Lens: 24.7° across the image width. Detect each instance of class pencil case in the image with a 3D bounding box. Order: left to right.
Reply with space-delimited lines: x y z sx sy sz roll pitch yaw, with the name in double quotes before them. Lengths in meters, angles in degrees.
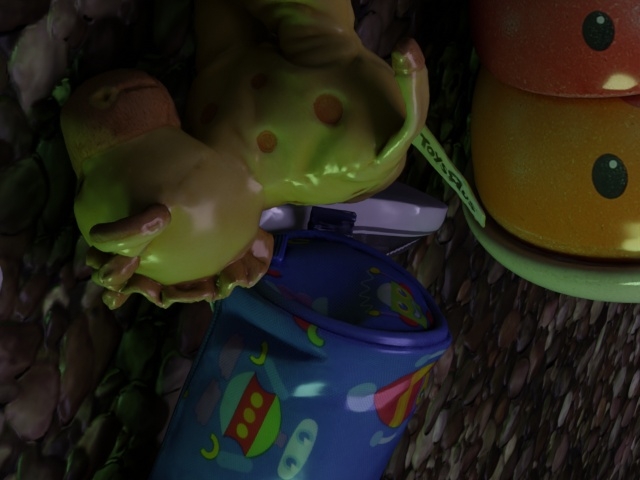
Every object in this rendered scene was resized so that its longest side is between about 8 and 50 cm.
"pencil case" -0.041 0.135 0.814 0.306 0.133 0.119 -66 173 22

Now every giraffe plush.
"giraffe plush" -0.049 -0.044 0.710 0.170 0.210 0.181 -30 146 -10

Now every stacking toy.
"stacking toy" 0.203 -0.229 0.976 0.350 0.350 0.480 -49 128 -36

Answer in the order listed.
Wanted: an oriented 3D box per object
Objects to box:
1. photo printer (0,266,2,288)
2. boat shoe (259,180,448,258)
"photo printer" -0.252 0.057 0.425 0.256 0.107 0.307 -65 153 -7
"boat shoe" 0.000 0.000 0.903 0.228 0.080 0.076 -7 120 -60
